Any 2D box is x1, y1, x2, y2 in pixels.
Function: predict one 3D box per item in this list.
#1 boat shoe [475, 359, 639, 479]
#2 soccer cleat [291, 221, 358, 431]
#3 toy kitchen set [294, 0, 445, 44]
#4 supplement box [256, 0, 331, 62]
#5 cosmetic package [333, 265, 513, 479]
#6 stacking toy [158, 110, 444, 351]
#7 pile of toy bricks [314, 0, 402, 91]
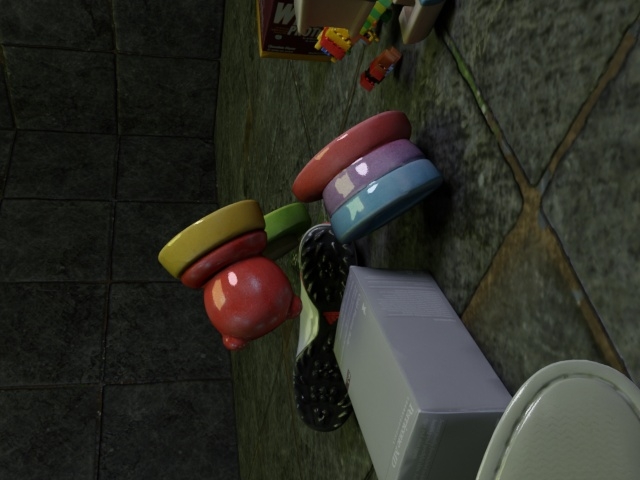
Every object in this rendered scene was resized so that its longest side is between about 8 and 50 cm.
[{"bbox_3d":[0.150,0.243,0.401,0.113,0.127,0.339,36,-131,-79],"label":"boat shoe"},{"bbox_3d":[0.015,0.130,1.012,0.116,0.109,0.318,-38,-52,-82],"label":"soccer cleat"},{"bbox_3d":[0.051,-0.333,0.702,0.122,0.166,0.207,114,152,-60],"label":"toy kitchen set"},{"bbox_3d":[-0.031,-0.442,1.114,0.194,0.129,0.191,119,149,-63],"label":"supplement box"},{"bbox_3d":[0.092,0.137,0.663,0.238,0.107,0.127,-110,27,-62],"label":"cosmetic package"},{"bbox_3d":[0.000,0.000,0.769,0.130,0.309,0.279,58,-179,7],"label":"stacking toy"},{"bbox_3d":[0.064,-0.288,0.834,0.105,0.118,0.212,-45,21,31],"label":"pile of toy bricks"}]
